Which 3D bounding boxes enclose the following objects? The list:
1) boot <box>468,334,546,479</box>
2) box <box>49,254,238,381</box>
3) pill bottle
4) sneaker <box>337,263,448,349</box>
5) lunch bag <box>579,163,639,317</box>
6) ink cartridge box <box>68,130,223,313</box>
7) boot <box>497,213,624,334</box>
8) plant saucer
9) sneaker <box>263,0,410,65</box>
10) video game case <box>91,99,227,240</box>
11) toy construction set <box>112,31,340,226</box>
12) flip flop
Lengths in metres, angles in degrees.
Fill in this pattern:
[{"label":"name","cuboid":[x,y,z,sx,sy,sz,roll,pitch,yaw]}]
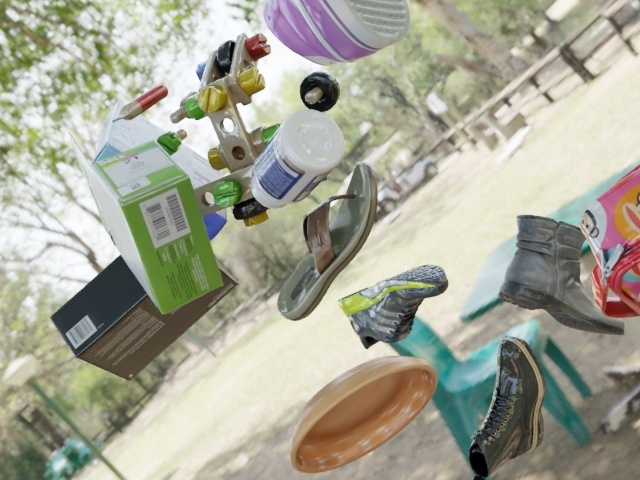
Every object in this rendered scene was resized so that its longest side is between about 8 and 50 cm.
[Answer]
[{"label":"boot","cuboid":[0.272,0.257,1.358,0.137,0.198,0.077,-24,18,-35]},{"label":"box","cuboid":[-0.292,0.101,1.524,0.261,0.103,0.184,-42,-29,-2]},{"label":"pill bottle","cuboid":[-0.028,-0.077,0.910,0.067,0.067,0.120,-46,2,-31]},{"label":"sneaker","cuboid":[0.152,0.129,1.730,0.111,0.121,0.300,-20,-5,-32]},{"label":"lunch bag","cuboid":[0.415,0.004,0.991,0.258,0.120,0.293,-37,-40,22]},{"label":"ink cartridge box","cuboid":[-0.249,-0.048,1.253,0.097,0.189,0.255,-26,38,-17]},{"label":"boot","cuboid":[0.585,0.078,2.079,0.118,0.338,0.223,-11,58,69]},{"label":"plant saucer","cuboid":[0.046,0.198,1.053,0.200,0.037,0.200,-24,-34,-17]},{"label":"sneaker","cuboid":[-0.043,-0.301,0.929,0.102,0.282,0.161,-41,18,-29]},{"label":"video game case","cuboid":[-0.308,-0.140,1.766,0.061,0.269,0.244,-50,22,16]},{"label":"toy construction set","cuboid":[-0.147,-0.147,1.258,0.237,0.309,0.257,-52,-34,-57]},{"label":"flip flop","cuboid":[0.000,0.000,1.382,0.277,0.080,0.112,-56,25,18]}]
